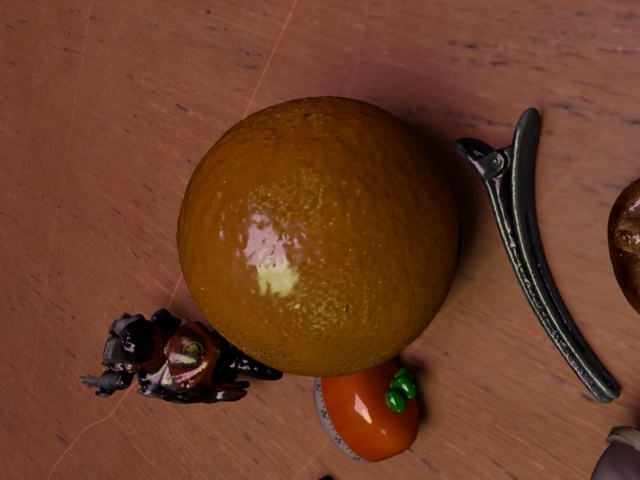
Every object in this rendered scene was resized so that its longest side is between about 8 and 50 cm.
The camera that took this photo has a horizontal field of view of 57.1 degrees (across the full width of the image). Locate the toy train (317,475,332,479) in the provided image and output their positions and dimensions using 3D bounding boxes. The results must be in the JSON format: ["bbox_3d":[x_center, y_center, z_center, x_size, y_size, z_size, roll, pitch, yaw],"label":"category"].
[{"bbox_3d":[0.033,0.408,0.778,0.170,0.071,0.111,31,112,32],"label":"toy train"}]

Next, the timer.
[{"bbox_3d":[0.063,0.183,0.677,0.136,0.099,0.136,8,109,26],"label":"timer"}]

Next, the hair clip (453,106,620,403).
[{"bbox_3d":[0.207,0.021,0.548,0.083,0.048,0.275,-19,93,41],"label":"hair clip"}]

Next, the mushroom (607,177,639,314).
[{"bbox_3d":[0.277,0.007,0.449,0.109,0.085,0.126,-1,85,12],"label":"mushroom"}]

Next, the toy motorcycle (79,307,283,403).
[{"bbox_3d":[-0.244,0.174,0.874,0.401,0.207,0.134,-10,65,46],"label":"toy motorcycle"}]

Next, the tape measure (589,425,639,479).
[{"bbox_3d":[0.295,0.203,0.418,0.196,0.178,0.105,17,111,37],"label":"tape measure"}]

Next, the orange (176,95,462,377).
[{"bbox_3d":[0.000,0.000,0.570,0.274,0.274,0.274,12,109,39],"label":"orange"}]
